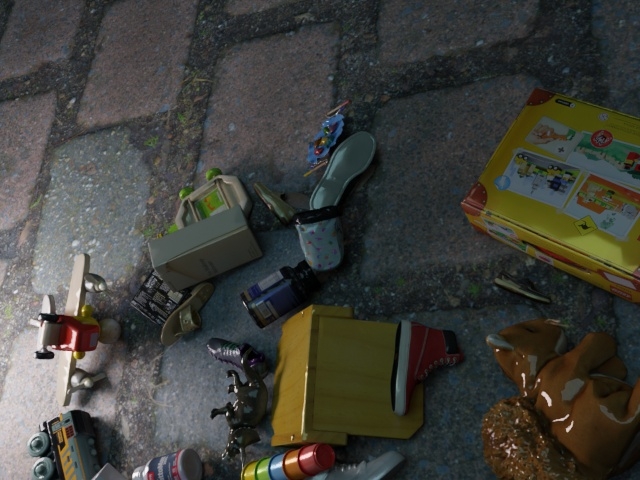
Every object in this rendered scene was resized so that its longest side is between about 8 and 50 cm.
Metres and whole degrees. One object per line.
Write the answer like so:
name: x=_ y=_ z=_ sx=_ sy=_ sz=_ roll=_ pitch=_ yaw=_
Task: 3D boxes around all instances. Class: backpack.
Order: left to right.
backpack: x=0.000 y=0.000 z=1.876 sx=0.152 sy=0.115 sz=0.181 roll=-11 pitch=99 yaw=10

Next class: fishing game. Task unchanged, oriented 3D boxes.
fishing game: x=0.008 y=-0.328 z=2.048 sx=0.189 sy=0.041 sz=0.264 roll=-19 pitch=46 yaw=56

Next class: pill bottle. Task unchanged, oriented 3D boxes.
pill bottle: x=-0.438 y=0.666 z=1.836 sx=0.180 sy=0.108 sz=0.107 roll=-21 pitch=60 yaw=17
pill bottle: x=-0.114 y=0.152 z=1.884 sx=0.219 sy=0.122 sz=0.122 roll=-31 pitch=57 yaw=-4

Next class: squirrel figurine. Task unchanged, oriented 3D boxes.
squirrel figurine: x=0.499 y=0.358 z=1.415 sx=0.397 sy=0.281 sz=0.370 roll=-48 pitch=50 yaw=-3

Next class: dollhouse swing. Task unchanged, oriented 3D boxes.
dollhouse swing: x=0.068 y=0.382 z=1.739 sx=0.315 sy=0.305 sz=0.346 roll=141 pitch=137 yaw=-58

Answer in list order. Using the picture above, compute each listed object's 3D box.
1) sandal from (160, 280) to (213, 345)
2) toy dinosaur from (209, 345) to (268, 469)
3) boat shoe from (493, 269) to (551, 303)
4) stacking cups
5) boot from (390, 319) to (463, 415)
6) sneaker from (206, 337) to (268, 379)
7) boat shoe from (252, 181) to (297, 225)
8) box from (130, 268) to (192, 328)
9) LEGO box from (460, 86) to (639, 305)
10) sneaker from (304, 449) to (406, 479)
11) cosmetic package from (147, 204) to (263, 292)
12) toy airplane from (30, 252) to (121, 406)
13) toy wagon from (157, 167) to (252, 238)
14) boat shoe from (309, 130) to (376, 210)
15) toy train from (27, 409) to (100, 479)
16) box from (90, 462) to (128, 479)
sandal: x=-0.404 y=0.240 z=2.021 sx=0.079 sy=0.088 sz=0.240 roll=26 pitch=76 yaw=39
toy dinosaur: x=-0.206 y=0.457 z=1.810 sx=0.160 sy=0.121 sz=0.313 roll=18 pitch=84 yaw=24
boat shoe: x=0.515 y=0.116 z=1.636 sx=0.152 sy=0.056 sz=0.049 roll=23 pitch=85 yaw=33
stacking cups: x=-0.076 y=0.578 z=1.624 sx=0.316 sy=0.096 sz=0.095 roll=-32 pitch=53 yaw=43
boot: x=0.270 y=0.329 z=1.614 sx=0.176 sy=0.088 sz=0.244 roll=13 pitch=63 yaw=-3
sneaker: x=-0.241 y=0.319 z=1.887 sx=0.224 sy=0.098 sz=0.083 roll=23 pitch=38 yaw=26
boat shoe: x=-0.142 y=-0.130 z=2.078 sx=0.072 sy=0.068 sz=0.190 roll=-38 pitch=66 yaw=-8
box: x=-0.505 y=0.195 z=2.096 sx=0.180 sy=0.077 sz=0.147 roll=27 pitch=82 yaw=33
LEGO box: x=0.668 y=-0.111 z=1.578 sx=0.500 sy=0.193 sz=0.372 roll=30 pitch=83 yaw=33
sneaker: x=0.061 y=0.582 z=1.624 sx=0.292 sy=0.108 sz=0.169 roll=-41 pitch=60 yaw=6
cosmetic package: x=-0.354 y=0.027 z=2.003 sx=0.310 sy=0.160 sz=0.113 roll=-24 pitch=52 yaw=0
toy airplane: x=-0.801 y=0.296 z=2.124 sx=0.386 sy=0.273 sz=0.384 roll=-60 pitch=35 yaw=37
toy wagon: x=-0.394 y=-0.077 z=2.171 sx=0.344 sy=0.068 sz=0.267 roll=-34 pitch=57 yaw=10
boat shoe: x=0.064 y=-0.199 z=1.979 sx=0.114 sy=0.091 sz=0.302 roll=38 pitch=84 yaw=6
toy train: x=-0.775 y=0.686 z=1.985 sx=0.190 sy=0.142 sz=0.333 roll=-30 pitch=58 yaw=1
box: x=-0.600 y=0.750 z=1.840 sx=0.170 sy=0.091 sz=0.130 roll=44 pitch=91 yaw=-2
